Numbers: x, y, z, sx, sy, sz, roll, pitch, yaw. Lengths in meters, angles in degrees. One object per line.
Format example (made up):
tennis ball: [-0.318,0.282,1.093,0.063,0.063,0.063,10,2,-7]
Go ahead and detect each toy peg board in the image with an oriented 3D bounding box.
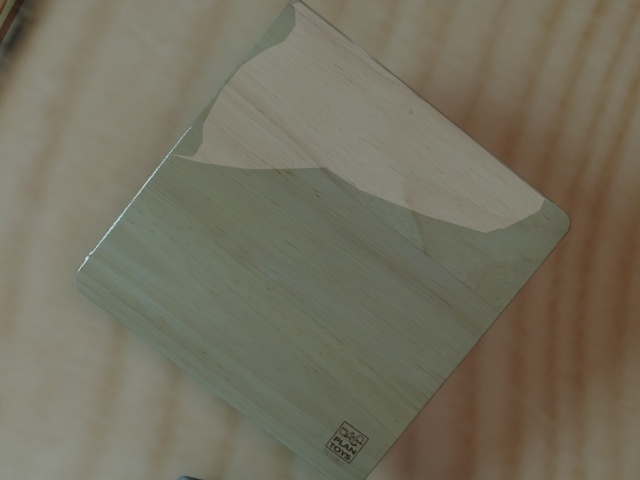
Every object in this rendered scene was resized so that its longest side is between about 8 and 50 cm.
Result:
toy peg board: [0.000,0.000,0.622,0.161,0.079,0.160,38,95,-6]

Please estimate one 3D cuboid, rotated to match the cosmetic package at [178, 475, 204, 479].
cosmetic package: [0.006,0.192,0.541,0.151,0.184,0.151,13,83,-11]
